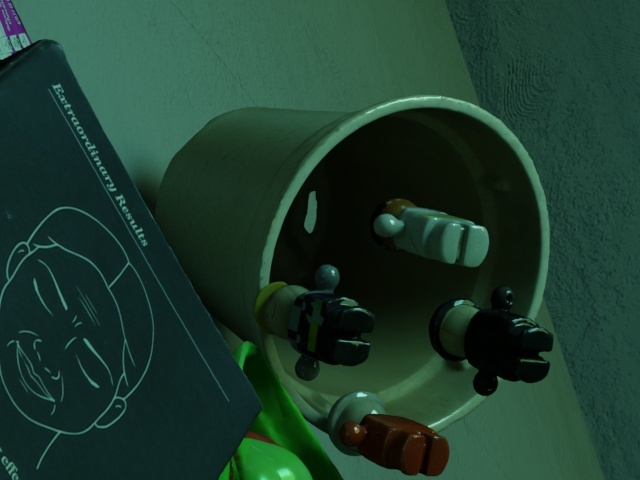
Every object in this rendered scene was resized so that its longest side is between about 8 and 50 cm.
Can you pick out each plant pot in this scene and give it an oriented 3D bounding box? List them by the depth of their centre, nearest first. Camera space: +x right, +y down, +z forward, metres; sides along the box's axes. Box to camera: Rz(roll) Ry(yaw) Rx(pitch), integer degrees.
[{"bbox_3d":[0.000,0.000,1.837,0.305,0.334,0.334,20,-29,53],"label":"plant pot"}]

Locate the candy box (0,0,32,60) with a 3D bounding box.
[{"bbox_3d":[-0.339,-0.201,1.561,0.159,0.071,0.233,65,17,-5],"label":"candy box"}]

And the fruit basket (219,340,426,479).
[{"bbox_3d":[0.030,0.275,1.523,0.392,0.392,0.283,59,18,-21],"label":"fruit basket"}]

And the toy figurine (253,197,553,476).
[{"bbox_3d":[0.071,0.080,1.636,0.209,0.213,0.148,56,-18,-25],"label":"toy figurine"}]

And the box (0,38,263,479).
[{"bbox_3d":[-0.242,0.104,1.095,0.293,0.212,0.395,61,27,-14],"label":"box"}]
